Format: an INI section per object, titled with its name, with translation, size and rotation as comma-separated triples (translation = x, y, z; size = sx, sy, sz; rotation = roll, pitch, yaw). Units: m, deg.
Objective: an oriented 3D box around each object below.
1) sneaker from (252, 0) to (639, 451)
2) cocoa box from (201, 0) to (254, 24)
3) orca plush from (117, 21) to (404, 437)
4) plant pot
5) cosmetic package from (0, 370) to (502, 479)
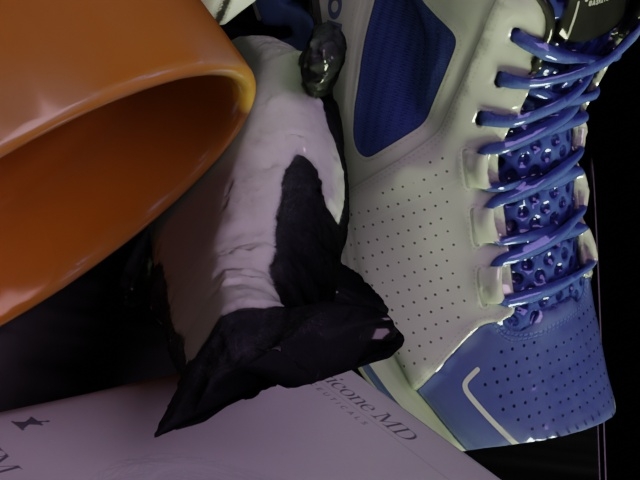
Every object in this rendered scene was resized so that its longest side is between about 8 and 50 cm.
[sneaker]
translation = 0.080, -0.057, 0.731
size = 0.127, 0.182, 0.315
rotation = -19, 89, -37
[cocoa box]
translation = -0.070, -0.308, 0.589
size = 0.347, 0.228, 0.231
rotation = 41, 54, 7
[orca plush]
translation = 0.000, 0.000, 0.631
size = 0.102, 0.287, 0.151
rotation = 33, 96, -18
[plant pot]
translation = -0.159, -0.074, 0.564
size = 0.205, 0.205, 0.188
rotation = -28, 79, -38
[cosmetic package]
translation = -0.030, 0.158, 0.544
size = 0.225, 0.224, 0.138
rotation = -9, 119, -39
